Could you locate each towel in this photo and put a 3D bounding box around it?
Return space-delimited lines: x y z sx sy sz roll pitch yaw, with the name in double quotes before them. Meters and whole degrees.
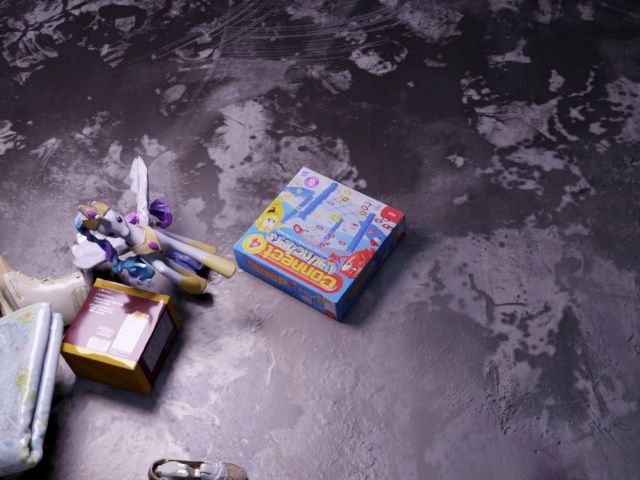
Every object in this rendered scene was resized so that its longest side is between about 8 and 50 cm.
"towel" -0.704 0.334 1.752 0.321 0.090 0.374 -22 49 24

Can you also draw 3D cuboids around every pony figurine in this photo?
"pony figurine" -0.406 -0.012 1.907 0.302 0.363 0.351 -60 24 0

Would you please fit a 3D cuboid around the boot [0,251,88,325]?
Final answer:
"boot" -0.659 0.097 1.933 0.204 0.095 0.261 -22 94 -13

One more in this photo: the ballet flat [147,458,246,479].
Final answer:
"ballet flat" -0.257 0.481 1.691 0.206 0.067 0.073 -3 52 3

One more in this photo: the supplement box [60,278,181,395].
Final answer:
"supplement box" -0.449 0.217 1.866 0.191 0.129 0.194 12 56 14

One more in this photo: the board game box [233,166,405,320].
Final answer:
"board game box" 0.000 0.000 2.012 0.308 0.086 0.302 26 60 22
